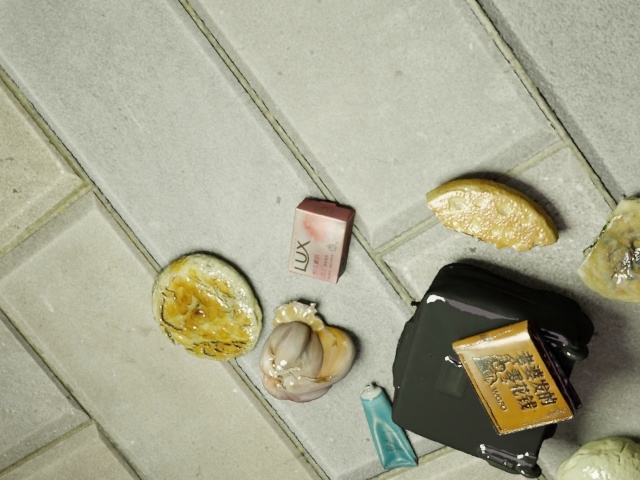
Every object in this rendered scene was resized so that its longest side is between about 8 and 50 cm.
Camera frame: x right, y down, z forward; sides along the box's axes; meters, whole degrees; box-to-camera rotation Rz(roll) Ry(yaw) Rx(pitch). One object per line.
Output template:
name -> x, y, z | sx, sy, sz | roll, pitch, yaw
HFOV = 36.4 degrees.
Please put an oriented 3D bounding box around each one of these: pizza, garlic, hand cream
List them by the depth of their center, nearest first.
pizza -> 0.310, -0.052, 1.757 | 0.246, 0.058, 0.127 | 9, 117, 15
garlic -> -0.047, 0.213, 1.949 | 0.207, 0.256, 0.207 | -3, 72, 10
hand cream -> 0.135, 0.395, 2.058 | 0.083, 0.048, 0.224 | -13, 115, 23

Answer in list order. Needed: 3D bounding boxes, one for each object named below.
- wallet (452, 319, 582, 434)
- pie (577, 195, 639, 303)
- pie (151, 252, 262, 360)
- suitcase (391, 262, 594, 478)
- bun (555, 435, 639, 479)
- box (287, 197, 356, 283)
wallet -> 0.340, 0.241, 1.691 | 0.161, 0.042, 0.195 | -24, 102, 32
pie -> 0.564, 0.025, 1.702 | 0.185, 0.052, 0.218 | 23, 123, 3
pie -> -0.246, 0.147, 2.072 | 0.274, 0.055, 0.274 | 12, 123, 19
suitcase -> 0.305, 0.237, 1.826 | 0.339, 0.188, 0.345 | 18, 122, 11
bun -> 0.559, 0.453, 1.864 | 0.220, 0.134, 0.220 | 10, 145, 7
box -> 0.000, 0.000, 1.903 | 0.111, 0.060, 0.156 | 15, 118, 15
